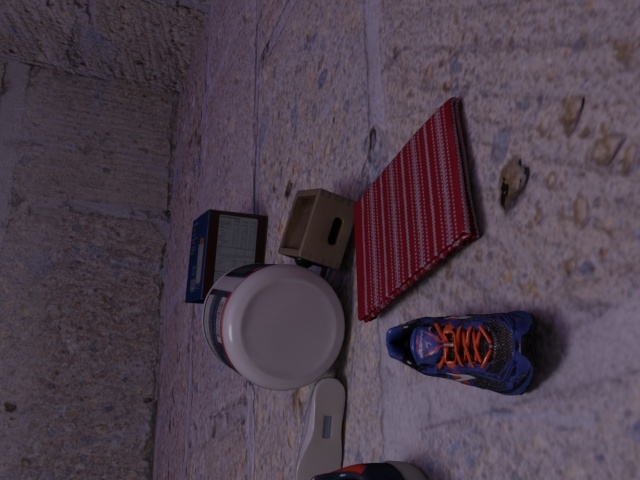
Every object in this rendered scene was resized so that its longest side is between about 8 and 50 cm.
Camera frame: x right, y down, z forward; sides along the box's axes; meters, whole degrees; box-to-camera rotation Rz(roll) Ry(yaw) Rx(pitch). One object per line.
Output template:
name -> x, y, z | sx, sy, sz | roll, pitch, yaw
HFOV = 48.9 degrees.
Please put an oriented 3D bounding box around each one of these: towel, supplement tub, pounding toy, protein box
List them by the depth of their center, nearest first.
towel -> 0.112, -0.028, 0.912 | 0.275, 0.031, 0.198 | 131, 144, -53
pounding toy -> 0.000, 0.000, 1.138 | 0.130, 0.100, 0.141 | 5, 77, 69
supplement tub -> -0.090, 0.133, 1.160 | 0.272, 0.191, 0.191 | 176, 101, -71
protein box -> -0.222, 0.047, 1.633 | 0.200, 0.136, 0.201 | 161, 115, -68

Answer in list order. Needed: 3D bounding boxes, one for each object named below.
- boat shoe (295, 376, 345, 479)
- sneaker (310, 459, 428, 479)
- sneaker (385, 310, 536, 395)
boat shoe -> -0.004, 0.297, 1.064 | 0.063, 0.066, 0.184 | 144, 131, -77
sneaker -> 0.081, 0.328, 0.693 | 0.350, 0.148, 0.131 | -164, 82, -69
sneaker -> 0.137, 0.112, 0.709 | 0.221, 0.087, 0.083 | 152, 122, -66
